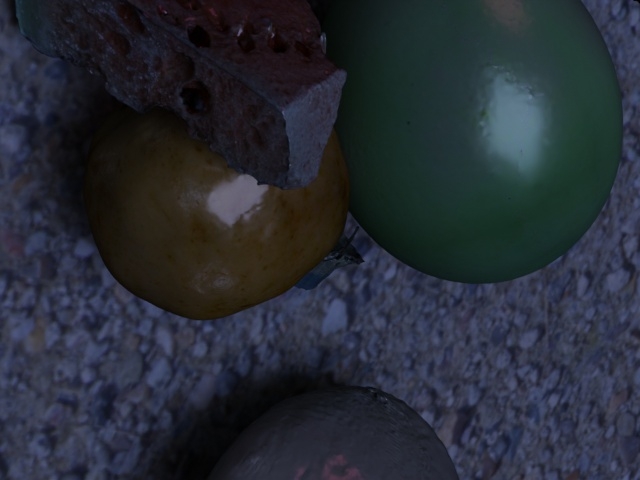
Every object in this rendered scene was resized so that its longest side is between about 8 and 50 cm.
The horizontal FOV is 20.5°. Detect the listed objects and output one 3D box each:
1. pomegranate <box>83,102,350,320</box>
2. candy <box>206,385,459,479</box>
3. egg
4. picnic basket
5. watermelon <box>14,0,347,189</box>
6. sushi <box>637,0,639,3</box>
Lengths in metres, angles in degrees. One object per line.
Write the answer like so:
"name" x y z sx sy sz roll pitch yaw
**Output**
"pomegranate" -0.075 -0.044 1.202 0.196 0.196 0.196 -17 120 -31
"candy" 0.008 0.255 1.371 0.295 0.185 0.296 -11 104 -51
"egg" 0.106 -0.097 1.279 0.220 0.220 0.270 -31 125 -22
"picnic basket" 0.000 0.000 1.352 0.083 0.065 0.083 9 122 -35
"watermelon" -0.073 -0.131 1.124 0.154 0.241 0.094 -25 148 -33
"sushi" 0.307 -0.305 1.355 0.343 0.182 0.196 -24 131 -32
